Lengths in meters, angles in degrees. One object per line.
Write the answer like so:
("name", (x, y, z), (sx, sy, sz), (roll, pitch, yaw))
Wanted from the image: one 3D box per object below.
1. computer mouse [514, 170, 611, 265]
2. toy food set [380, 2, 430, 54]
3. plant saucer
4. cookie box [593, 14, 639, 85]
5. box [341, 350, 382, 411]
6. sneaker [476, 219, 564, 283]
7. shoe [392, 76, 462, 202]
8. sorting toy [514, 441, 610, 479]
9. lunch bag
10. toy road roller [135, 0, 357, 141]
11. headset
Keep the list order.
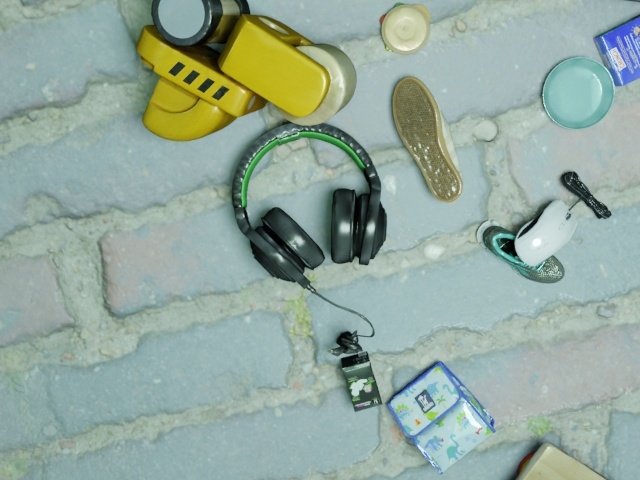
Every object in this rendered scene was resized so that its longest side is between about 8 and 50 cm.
("computer mouse", (0.399, -0.029, 1.165), (0.193, 0.042, 0.106), (-42, 97, -22))
("toy food set", (0.140, -0.351, 1.167), (0.083, 0.020, 0.083), (2, 99, 1))
("plant saucer", (0.429, -0.245, 1.179), (0.119, 0.021, 0.119), (0, 98, 1))
("cookie box", (0.520, -0.317, 1.157), (0.107, 0.040, 0.091), (-26, 98, 4))
("box", (0.072, 0.248, 1.240), (0.052, 0.062, 0.083), (-15, 98, 2))
("sneaker", (0.343, 0.028, 1.195), (0.167, 0.076, 0.065), (28, 99, -4))
("shoe", (0.181, -0.168, 1.183), (0.077, 0.058, 0.219), (-19, 95, 24))
("sorting toy", (0.427, 0.514, 1.263), (0.257, 0.089, 0.255), (33, 98, -4))
("lunch bag", (0.211, 0.306, 1.236), (0.129, 0.096, 0.151), (-41, 82, 9))
("toy road roller", (-0.131, -0.243, 1.105), (0.330, 0.202, 0.240), (30, 110, 1))
("headset", (0.000, 0.000, 1.188), (0.244, 0.185, 0.394), (-17, 83, 0))
